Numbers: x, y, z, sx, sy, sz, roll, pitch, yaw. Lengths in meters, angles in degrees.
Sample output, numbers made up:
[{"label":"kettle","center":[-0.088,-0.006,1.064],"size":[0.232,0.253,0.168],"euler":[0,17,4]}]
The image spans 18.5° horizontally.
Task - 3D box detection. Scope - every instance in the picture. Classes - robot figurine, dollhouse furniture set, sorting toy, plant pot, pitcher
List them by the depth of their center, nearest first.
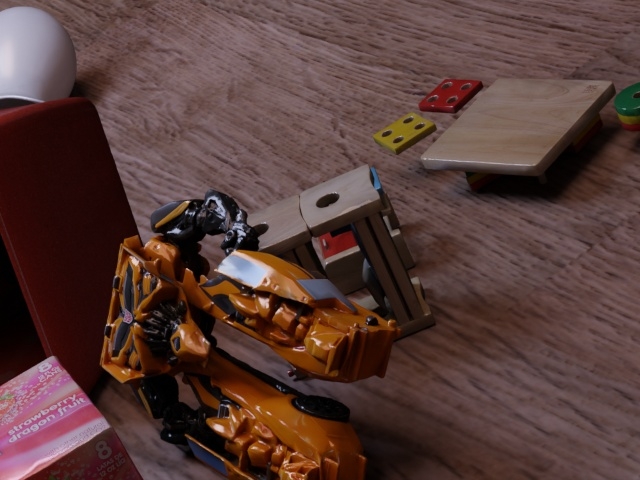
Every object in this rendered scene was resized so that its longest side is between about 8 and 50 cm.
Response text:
[{"label":"robot figurine","center":[-0.068,0.082,1.500],"size":[0.085,0.211,0.291],"euler":[-3,20,-44]},{"label":"dollhouse furniture set","center":[0.000,0.000,1.657],"size":[0.129,0.129,0.183],"euler":[-23,29,4]},{"label":"sorting toy","center":[0.175,-0.090,1.763],"size":[0.274,0.046,0.132],"euler":[6,41,43]},{"label":"plant pot","center":[-0.310,0.001,1.788],"size":[0.267,0.267,0.236],"euler":[-7,21,30]},{"label":"pitcher","center":[-0.370,-0.175,2.250],"size":[0.178,0.125,0.207],"euler":[-8,38,3]}]

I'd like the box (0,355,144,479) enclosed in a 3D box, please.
[{"label":"box","center":[-0.273,0.237,1.450],"size":[0.300,0.142,0.154],"euler":[-31,28,-11]}]
